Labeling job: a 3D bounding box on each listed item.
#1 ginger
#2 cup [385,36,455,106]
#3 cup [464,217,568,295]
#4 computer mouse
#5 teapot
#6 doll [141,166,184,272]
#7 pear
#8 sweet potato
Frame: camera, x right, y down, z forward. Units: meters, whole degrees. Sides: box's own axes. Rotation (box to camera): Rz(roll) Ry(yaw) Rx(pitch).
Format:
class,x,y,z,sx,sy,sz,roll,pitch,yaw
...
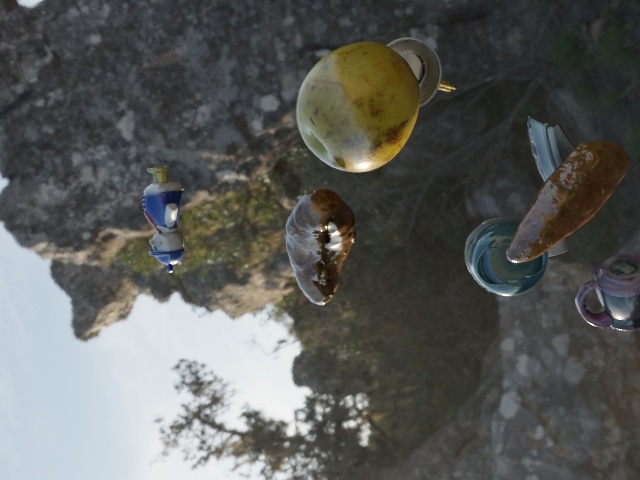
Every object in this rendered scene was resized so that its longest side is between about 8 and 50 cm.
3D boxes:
class,x,y,z,sx,sy,sz,roll,pitch,yaw
ginger,0.000,0.000,1.723,0.172,0.165,0.321,-104,9,-45
cup,0.245,-0.450,1.994,0.226,0.241,0.185,-114,40,-75
cup,0.570,0.040,2.111,0.257,0.290,0.219,-38,-68,-82
computer mouse,0.461,-0.141,1.411,0.231,0.071,0.126,55,-177,-3
teapot,0.595,0.117,1.435,0.116,0.148,0.146,32,147,51
doll,-0.206,-0.027,0.965,0.099,0.058,0.142,16,113,63
pear,0.084,-0.287,1.565,0.281,0.281,0.280,-25,-90,-88
sweet potato,0.389,-0.056,1.162,0.097,0.251,0.097,43,178,2
